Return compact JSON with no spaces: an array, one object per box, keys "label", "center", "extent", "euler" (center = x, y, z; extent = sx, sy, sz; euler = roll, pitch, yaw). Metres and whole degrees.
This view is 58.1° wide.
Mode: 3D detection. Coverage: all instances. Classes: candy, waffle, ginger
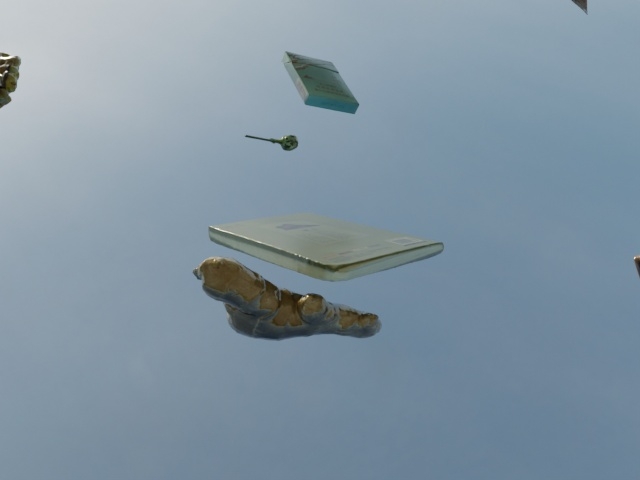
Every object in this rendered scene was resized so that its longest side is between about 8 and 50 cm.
[{"label":"candy","center":[-0.068,-0.142,0.809],"extent":[0.083,0.025,0.023],"euler":[5,-83,-36]},{"label":"waffle","center":[-0.839,-0.340,1.387],"extent":[0.281,0.058,0.301],"euler":[-27,-132,8]},{"label":"ginger","center":[-0.041,0.105,0.857],"extent":[0.333,0.148,0.081],"euler":[16,-139,-25]}]

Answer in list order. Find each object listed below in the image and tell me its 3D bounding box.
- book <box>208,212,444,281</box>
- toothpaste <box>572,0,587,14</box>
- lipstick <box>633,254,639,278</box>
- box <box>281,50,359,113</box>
[{"label":"book","center":[0.000,0.000,0.968],"extent":[0.239,0.352,0.035],"euler":[-12,-73,-38]},{"label":"toothpaste","center":[0.344,-0.409,0.796],"extent":[0.067,0.043,0.194],"euler":[15,-110,-39]},{"label":"lipstick","center":[0.442,0.018,0.655],"extent":[0.045,0.145,0.045],"euler":[-2,-104,-38]},{"label":"box","center":[-0.004,-0.448,1.628],"extent":[0.162,0.041,0.229],"euler":[4,-137,-30]}]
